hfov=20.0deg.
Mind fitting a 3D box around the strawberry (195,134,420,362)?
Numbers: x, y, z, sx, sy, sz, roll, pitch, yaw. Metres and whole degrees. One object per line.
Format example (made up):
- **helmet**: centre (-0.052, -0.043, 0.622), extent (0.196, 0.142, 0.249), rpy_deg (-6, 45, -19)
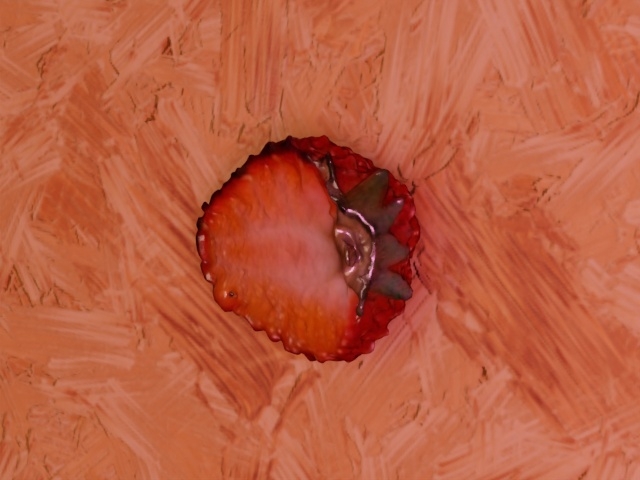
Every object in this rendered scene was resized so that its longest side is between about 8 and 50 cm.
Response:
- **strawberry**: centre (0.000, 0.000, 1.518), extent (0.236, 0.111, 0.190), rpy_deg (0, 102, 52)
